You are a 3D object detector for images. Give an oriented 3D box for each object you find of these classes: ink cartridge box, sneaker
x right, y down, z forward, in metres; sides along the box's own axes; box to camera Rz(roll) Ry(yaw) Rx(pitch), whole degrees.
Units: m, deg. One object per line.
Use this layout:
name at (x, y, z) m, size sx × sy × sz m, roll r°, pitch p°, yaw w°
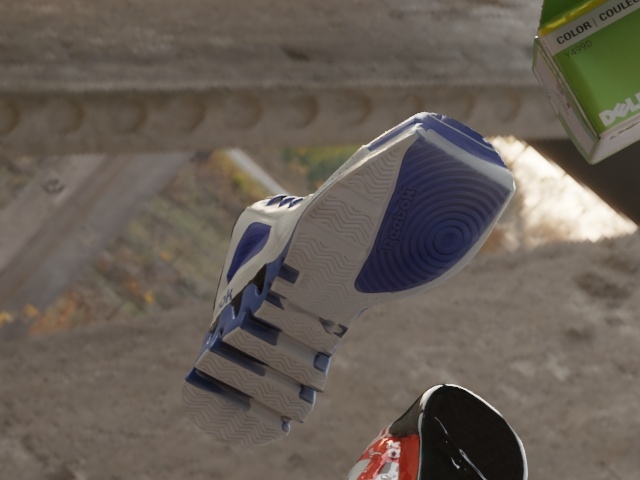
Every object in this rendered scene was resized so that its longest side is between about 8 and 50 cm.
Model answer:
ink cartridge box at (0.248, -0.150, 0.932) m, size 0.097 × 0.189 × 0.255 m, roll 62°, pitch 5°, yaw 7°
sneaker at (0.012, 0.184, 0.615) m, size 0.090 × 0.145 × 0.270 m, roll 37°, pitch 29°, yaw -1°
sneaker at (-0.001, 0.001, 1.094) m, size 0.127 × 0.315 × 0.182 m, roll 33°, pitch 25°, yaw -22°
